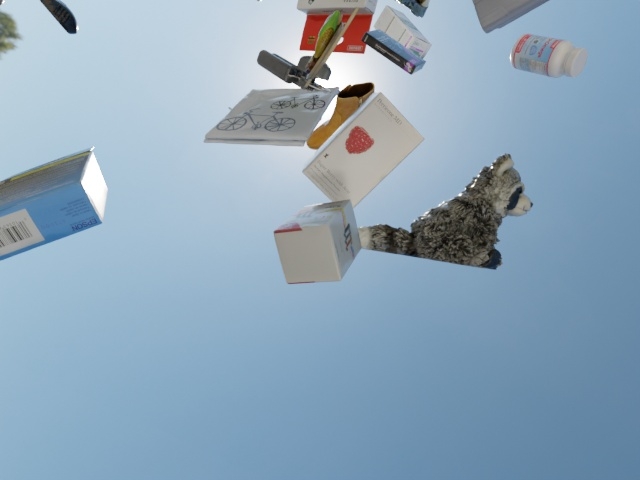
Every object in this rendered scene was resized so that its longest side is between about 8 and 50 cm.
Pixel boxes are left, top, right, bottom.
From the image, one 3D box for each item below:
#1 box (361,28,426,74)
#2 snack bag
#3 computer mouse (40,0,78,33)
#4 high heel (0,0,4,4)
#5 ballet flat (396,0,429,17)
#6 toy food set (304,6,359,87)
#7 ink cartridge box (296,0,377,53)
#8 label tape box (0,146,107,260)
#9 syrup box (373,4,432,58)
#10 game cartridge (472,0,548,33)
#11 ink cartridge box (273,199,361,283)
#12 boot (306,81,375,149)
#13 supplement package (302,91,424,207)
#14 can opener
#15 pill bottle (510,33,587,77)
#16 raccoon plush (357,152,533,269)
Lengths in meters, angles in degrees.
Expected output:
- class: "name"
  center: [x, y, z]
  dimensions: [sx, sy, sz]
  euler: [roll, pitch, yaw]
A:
- class: "box"
  center: [0.196, -0.502, 1.245]
  dimensions: [0.162, 0.116, 0.029]
  euler: [35, -54, 5]
- class: "snack bag"
  center: [-0.136, -0.377, 1.404]
  dimensions: [0.323, 0.037, 0.342]
  euler: [4, -139, 19]
- class: "computer mouse"
  center: [-0.651, -0.589, 1.083]
  dimensions: [0.041, 0.242, 0.071]
  euler: [-38, -136, -4]
- class: "high heel"
  center: [-0.803, -0.507, 0.949]
  dimensions: [0.127, 0.181, 0.377]
  euler: [0, -132, 3]
- class: "ballet flat"
  center: [0.207, -0.534, 1.021]
  dimensions: [0.070, 0.188, 0.070]
  euler: [9, -73, 30]
- class: "toy food set"
  center: [0.002, -0.367, 0.893]
  dimensions: [0.132, 0.038, 0.192]
  euler: [-59, -167, -4]
- class: "ink cartridge box"
  center: [0.041, -0.709, 1.444]
  dimensions: [0.275, 0.060, 0.239]
  euler: [20, -80, 36]
- class: "label tape box"
  center: [-0.655, -0.102, 1.129]
  dimensions: [0.249, 0.115, 0.347]
  euler: [-23, -152, -10]
- class: "syrup box"
  center: [0.298, -0.751, 1.724]
  dimensions: [0.096, 0.093, 0.237]
  euler: [-53, -134, 37]
- class: "game cartridge"
  center: [0.404, -0.630, 1.013]
  dimensions: [0.196, 0.060, 0.294]
  euler: [-20, -100, 34]
- class: "ink cartridge box"
  center: [0.000, 0.000, 1.035]
  dimensions: [0.128, 0.176, 0.127]
  euler: [-7, -71, 22]
- class: "boot"
  center: [0.065, -0.457, 1.701]
  dimensions: [0.295, 0.211, 0.104]
  euler: [-27, -110, 0]
- class: "supplement package"
  center: [0.112, -0.247, 1.317]
  dimensions: [0.293, 0.177, 0.175]
  euler: [-44, -169, 12]
- class: "can opener"
  center: [-0.065, -0.467, 1.260]
  dimensions: [0.283, 0.076, 0.095]
  euler: [43, -60, 36]
- class: "pill bottle"
  center: [0.559, -0.451, 1.154]
  dimensions: [0.160, 0.087, 0.087]
  euler: [36, -84, 41]
- class: "raccoon plush"
  center: [0.328, -0.093, 1.241]
  dimensions: [0.216, 0.446, 0.299]
  euler: [-164, -97, -81]
